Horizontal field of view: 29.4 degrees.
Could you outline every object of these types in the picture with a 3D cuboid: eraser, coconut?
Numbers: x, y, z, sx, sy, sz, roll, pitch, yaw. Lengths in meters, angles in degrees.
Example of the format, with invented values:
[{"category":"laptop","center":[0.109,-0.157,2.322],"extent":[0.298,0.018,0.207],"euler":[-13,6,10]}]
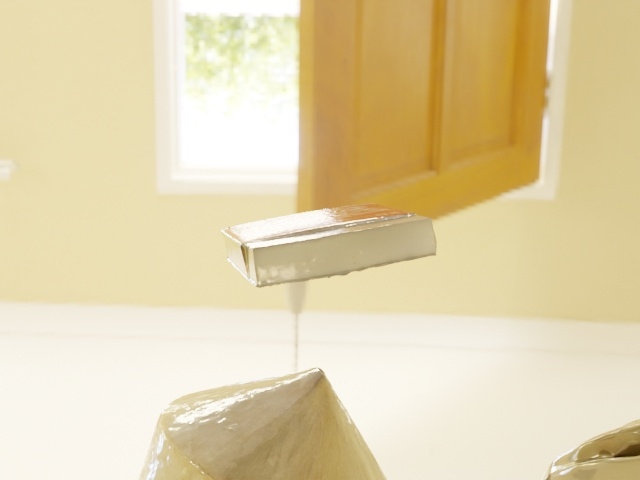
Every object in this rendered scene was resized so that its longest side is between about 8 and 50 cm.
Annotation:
[{"category":"eraser","center":[0.000,0.000,1.104],"extent":[0.157,0.038,0.230],"euler":[-10,-173,-9]},{"category":"coconut","center":[-0.061,0.292,1.427],"extent":[0.329,0.328,0.329],"euler":[1,-163,0]}]

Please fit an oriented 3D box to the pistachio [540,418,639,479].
[{"category":"pistachio","center":[0.300,0.211,0.892],"extent":[0.332,0.226,0.207],"euler":[-24,-155,51]}]
